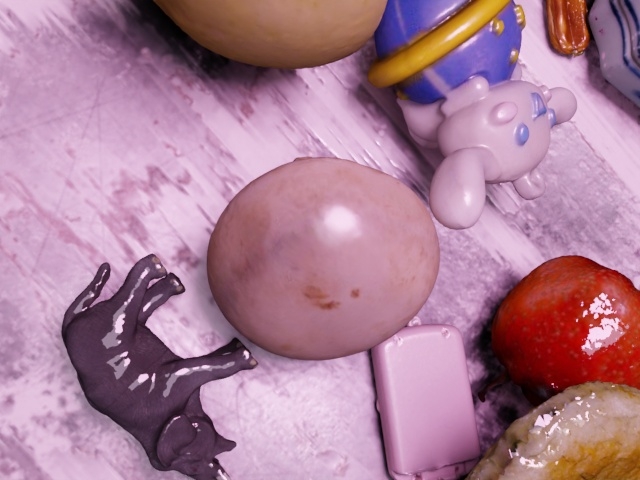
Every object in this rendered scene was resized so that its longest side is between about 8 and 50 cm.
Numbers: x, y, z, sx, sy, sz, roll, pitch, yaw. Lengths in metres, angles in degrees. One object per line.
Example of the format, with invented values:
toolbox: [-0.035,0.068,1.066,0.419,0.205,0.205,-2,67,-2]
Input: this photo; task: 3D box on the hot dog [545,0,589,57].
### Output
hot dog: [0.292,-0.277,0.752,0.049,0.037,0.122,-2,84,-1]

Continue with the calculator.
calculator: [0.107,0.163,0.640,0.100,0.032,0.175,-6,83,-16]

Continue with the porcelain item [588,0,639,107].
porcelain item: [0.470,-0.260,0.726,0.286,0.157,0.281,33,73,-13]

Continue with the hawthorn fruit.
hawthorn fruit: [0.242,0.108,0.633,0.194,0.157,0.157,-34,92,6]

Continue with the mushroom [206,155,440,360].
mushroom: [0.000,0.000,0.570,0.204,0.204,0.204,2,82,-15]

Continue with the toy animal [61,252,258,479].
toy animal: [-0.120,0.135,0.561,0.137,0.082,0.269,-36,96,-14]

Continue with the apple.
apple: [-0.062,-0.300,0.544,0.233,0.258,0.295,7,77,-13]

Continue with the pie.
pie: [0.233,0.274,0.582,0.323,0.070,0.323,-4,112,-11]

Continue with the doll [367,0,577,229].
doll: [0.126,-0.139,0.620,0.243,0.159,0.311,60,41,-27]
